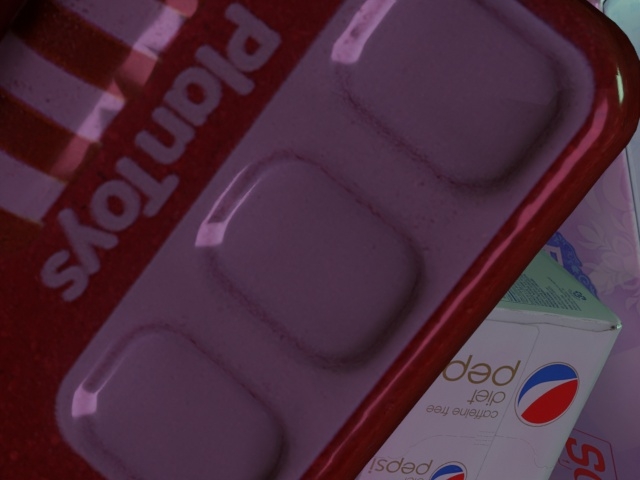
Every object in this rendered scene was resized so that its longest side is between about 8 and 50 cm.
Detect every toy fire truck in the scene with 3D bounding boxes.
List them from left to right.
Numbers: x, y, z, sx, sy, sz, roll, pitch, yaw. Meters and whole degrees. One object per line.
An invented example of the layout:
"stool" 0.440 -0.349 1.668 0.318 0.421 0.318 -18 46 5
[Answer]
"toy fire truck" -0.099 0.003 0.447 0.302 0.254 0.169 -53 168 12

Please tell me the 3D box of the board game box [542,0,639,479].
"board game box" 0.186 -0.044 0.653 0.318 0.066 0.318 -42 134 -31

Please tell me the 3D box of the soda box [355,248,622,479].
"soda box" 0.000 0.000 0.553 0.069 0.216 0.074 8 113 -31
